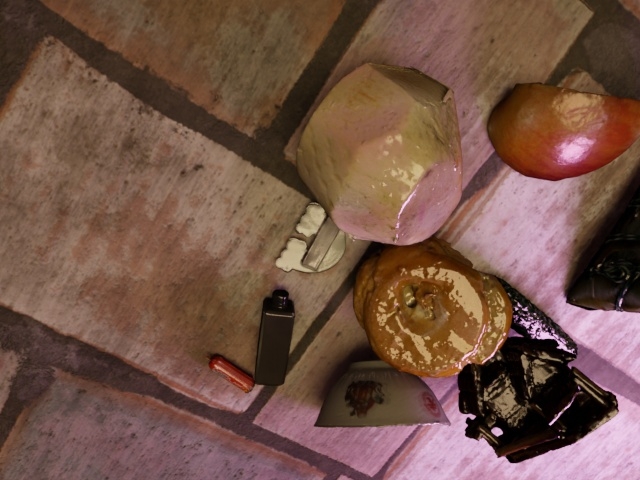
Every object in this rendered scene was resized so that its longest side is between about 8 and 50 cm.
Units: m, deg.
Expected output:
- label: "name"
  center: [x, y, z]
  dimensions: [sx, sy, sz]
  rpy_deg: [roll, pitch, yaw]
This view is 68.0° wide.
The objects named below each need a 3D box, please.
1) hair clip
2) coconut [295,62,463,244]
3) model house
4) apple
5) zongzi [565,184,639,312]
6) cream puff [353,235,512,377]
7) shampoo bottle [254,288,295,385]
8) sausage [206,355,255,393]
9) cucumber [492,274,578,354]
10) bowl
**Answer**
- label: "hair clip"
  center: [0.000, 0.000, 1.120]
  dimensions: [0.140, 0.054, 0.220]
  rpy_deg: [24, 109, -18]
- label: "coconut"
  center: [0.123, -0.173, 0.933]
  dimensions: [0.352, 0.353, 0.353]
  rpy_deg: [-2, 111, -5]
- label: "model house"
  center: [0.441, 0.342, 1.122]
  dimensions: [0.297, 0.317, 0.282]
  rpy_deg: [-40, 80, -5]
- label: "apple"
  center: [0.557, -0.247, 1.044]
  dimensions: [0.345, 0.254, 0.179]
  rpy_deg: [5, 68, -9]
- label: "zongzi"
  center: [0.854, 0.047, 1.140]
  dimensions: [0.362, 0.319, 0.384]
  rpy_deg: [27, 87, -13]
- label: "cream puff"
  center: [0.246, 0.139, 1.085]
  dimensions: [0.342, 0.231, 0.327]
  rpy_deg: [-6, 97, 14]
- label: "shampoo bottle"
  center: [-0.114, 0.239, 1.180]
  dimensions: [0.079, 0.080, 0.246]
  rpy_deg: [6, 110, -9]
- label: "sausage"
  center: [-0.235, 0.340, 1.223]
  dimensions: [0.145, 0.050, 0.048]
  rpy_deg: [39, 97, -17]
- label: "cucumber"
  center: [0.553, 0.218, 1.231]
  dimensions: [0.359, 0.096, 0.096]
  rpy_deg: [34, 104, -17]
- label: "bowl"
  center: [0.148, 0.386, 1.193]
  dimensions: [0.337, 0.337, 0.158]
  rpy_deg: [1, 70, -6]
